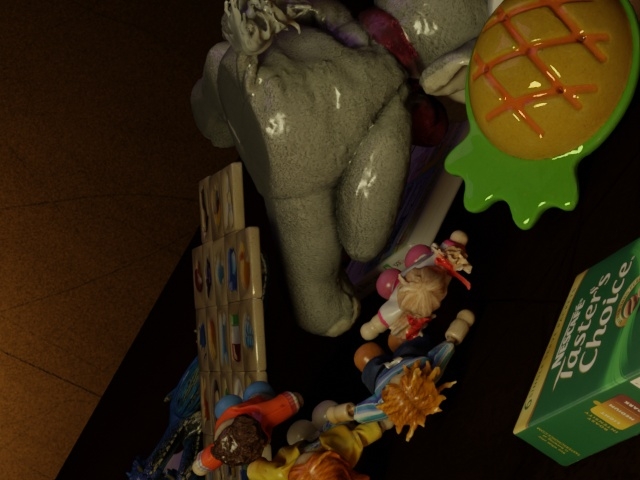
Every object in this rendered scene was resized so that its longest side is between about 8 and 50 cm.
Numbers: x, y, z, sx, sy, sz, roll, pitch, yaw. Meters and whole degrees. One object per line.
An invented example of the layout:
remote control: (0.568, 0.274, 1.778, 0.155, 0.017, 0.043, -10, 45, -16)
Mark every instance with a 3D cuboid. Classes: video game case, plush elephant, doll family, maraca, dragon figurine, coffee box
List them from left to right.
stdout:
dragon figurine: (-0.107, 0.152, 1.987, 0.289, 0.085, 0.144, -58, 9, 12)
doll family: (0.034, 0.114, 1.377, 0.263, 0.118, 0.163, -40, 5, 4)
plush elephant: (0.049, -0.136, 1.570, 0.255, 0.272, 0.330, -21, -31, -14)
video game case: (0.095, -0.052, 1.750, 0.212, 0.023, 0.193, -63, 10, -23)
maraca: (0.155, -0.100, 1.335, 0.099, 0.127, 0.185, 23, -94, -56)
coffee box: (0.172, 0.044, 0.991, 0.113, 0.040, 0.184, -64, 10, -25)

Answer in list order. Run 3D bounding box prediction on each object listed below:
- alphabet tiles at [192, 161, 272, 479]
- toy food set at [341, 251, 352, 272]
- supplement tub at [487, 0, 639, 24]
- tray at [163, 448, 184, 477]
alphabet tiles: (-0.077, 0.111, 1.631, 0.285, 0.011, 0.342, 161, 106, -77)
toy food set: (0.000, 0.000, 1.938, 0.128, 0.071, 0.218, -60, 9, -1)
supplement tub: (0.188, -0.209, 1.459, 0.117, 0.117, 0.190, -55, 10, 28)
tray: (-0.202, 0.340, 2.079, 0.145, 0.030, 0.270, -48, 15, 46)
